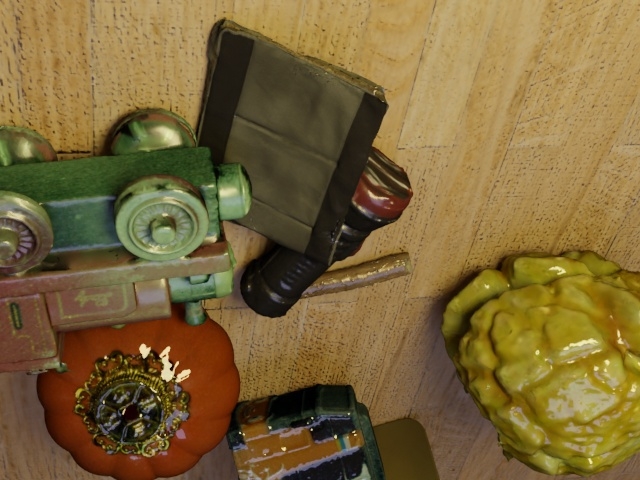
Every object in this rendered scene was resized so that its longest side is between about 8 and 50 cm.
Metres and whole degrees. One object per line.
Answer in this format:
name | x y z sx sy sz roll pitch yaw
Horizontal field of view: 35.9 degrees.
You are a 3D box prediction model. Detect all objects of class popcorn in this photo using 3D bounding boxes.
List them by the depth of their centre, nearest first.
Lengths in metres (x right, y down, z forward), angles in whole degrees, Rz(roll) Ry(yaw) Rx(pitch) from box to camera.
popcorn | 0.289 0.150 1.172 0.247 0.282 0.282 -28 139 -9

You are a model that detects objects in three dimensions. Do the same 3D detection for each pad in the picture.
pad | -0.039 -0.085 0.942 0.174 0.022 0.233 23 135 7

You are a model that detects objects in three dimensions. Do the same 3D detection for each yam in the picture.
yam | 0.036 0.043 1.156 0.145 0.032 0.032 -13 138 0

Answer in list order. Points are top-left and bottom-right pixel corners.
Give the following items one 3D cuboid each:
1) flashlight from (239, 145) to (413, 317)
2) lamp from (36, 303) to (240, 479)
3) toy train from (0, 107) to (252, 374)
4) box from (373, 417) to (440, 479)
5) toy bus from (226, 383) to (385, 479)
flashlight | 0.000 0.000 1.056 0.093 0.093 0.232 17 132 -30
lamp | -0.200 0.158 1.093 0.223 0.196 0.223 -1 99 -5
toy train | -0.214 0.007 0.939 0.304 0.150 0.221 -7 129 -7
box | 0.072 0.357 1.422 0.201 0.144 0.090 -17 141 1
toy bus | -0.002 0.356 1.268 0.194 0.162 0.323 -15 94 2
